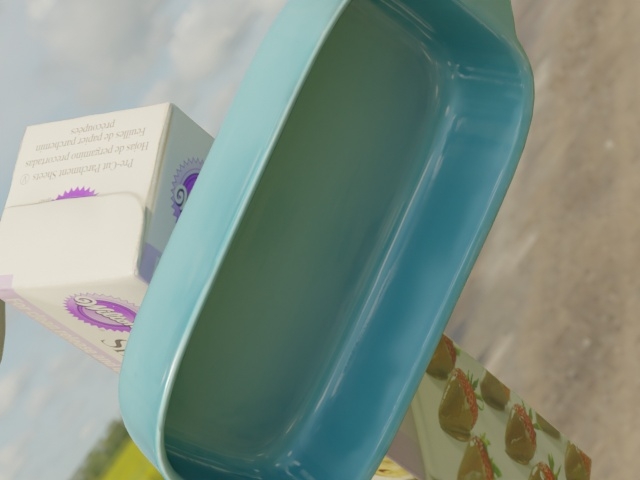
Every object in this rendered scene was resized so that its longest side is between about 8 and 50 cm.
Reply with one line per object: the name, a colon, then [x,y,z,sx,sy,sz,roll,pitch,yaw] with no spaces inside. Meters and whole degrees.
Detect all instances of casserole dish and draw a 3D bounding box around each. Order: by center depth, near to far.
casserole dish: [0.000,0.000,0.561,0.114,0.037,0.188,29,-95,-52]

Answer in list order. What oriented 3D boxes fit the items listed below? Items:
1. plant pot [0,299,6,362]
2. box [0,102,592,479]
plant pot: [-0.273,0.025,0.942,0.290,0.195,0.290,-30,25,16]
box: [0.007,0.056,0.702,0.067,0.324,0.063,-7,61,31]
